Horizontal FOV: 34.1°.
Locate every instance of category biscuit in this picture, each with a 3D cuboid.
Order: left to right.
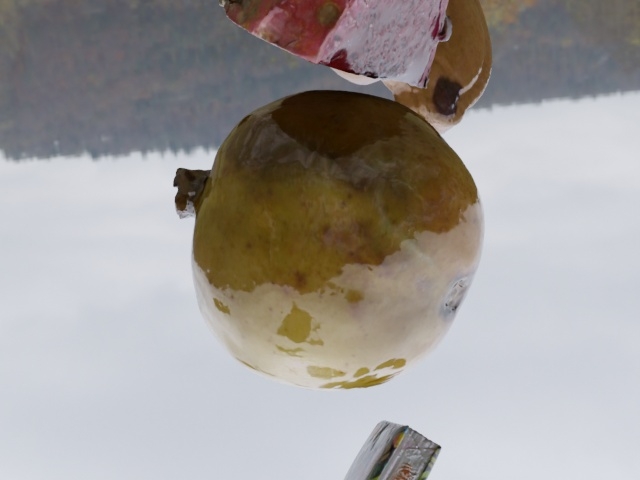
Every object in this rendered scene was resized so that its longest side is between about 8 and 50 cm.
[{"bbox_3d":[0.063,-0.349,1.356,0.455,0.349,0.078,30,138,-31],"label":"biscuit"}]

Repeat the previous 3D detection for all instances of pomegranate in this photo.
[{"bbox_3d":[0.017,-0.001,0.982,0.307,0.307,0.307,-7,-166,2],"label":"pomegranate"}]

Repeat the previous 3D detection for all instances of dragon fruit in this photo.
[{"bbox_3d":[-0.003,-0.235,0.945,0.212,0.134,0.262,22,-168,18],"label":"dragon fruit"}]

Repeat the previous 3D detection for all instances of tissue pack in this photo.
[{"bbox_3d":[0.075,0.262,1.183,0.060,0.108,0.148,31,171,-2],"label":"tissue pack"}]
